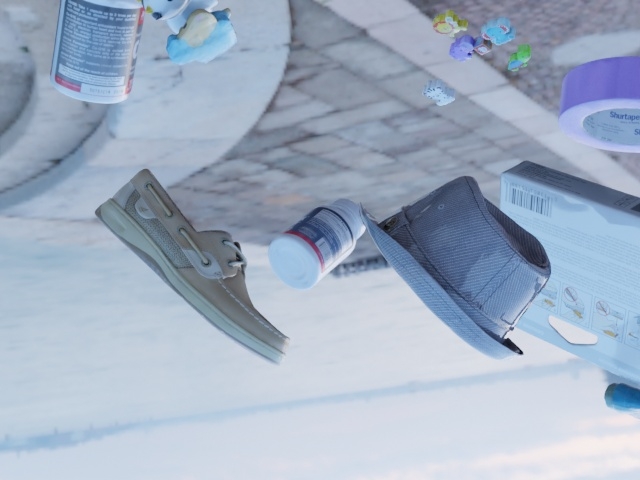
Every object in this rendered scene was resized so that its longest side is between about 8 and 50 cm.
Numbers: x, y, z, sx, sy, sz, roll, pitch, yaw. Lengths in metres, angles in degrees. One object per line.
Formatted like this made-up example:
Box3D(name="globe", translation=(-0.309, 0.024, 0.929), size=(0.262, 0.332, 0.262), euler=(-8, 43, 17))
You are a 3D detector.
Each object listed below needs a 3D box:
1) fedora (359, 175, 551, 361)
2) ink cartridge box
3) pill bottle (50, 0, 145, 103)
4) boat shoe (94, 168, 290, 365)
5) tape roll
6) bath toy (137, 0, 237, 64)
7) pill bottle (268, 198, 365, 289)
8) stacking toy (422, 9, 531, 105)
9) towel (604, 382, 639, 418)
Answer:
Box3D(name="fedora", translation=(0.165, 0.010, 1.083), size=(0.124, 0.244, 0.275), euler=(-46, -170, 10))
Box3D(name="ink cartridge box", translation=(0.364, 0.043, 1.313), size=(0.060, 0.239, 0.275), euler=(-26, -144, -35))
Box3D(name="pill bottle", translation=(-0.426, -0.425, 1.879), size=(0.161, 0.283, 0.161), euler=(13, -153, -7))
Box3D(name="boat shoe", translation=(-0.157, 0.032, 1.316), size=(0.110, 0.341, 0.121), euler=(-47, 166, -8))
Box3D(name="tape roll", translation=(0.608, -0.260, 1.894), size=(0.275, 0.090, 0.275), euler=(9, 166, 2))
Box3D(name="bath toy", translation=(-0.276, -0.429, 1.577), size=(0.129, 0.348, 0.151), euler=(-33, 153, -9))
Box3D(name="pill bottle", translation=(0.000, 0.000, 1.715), size=(0.108, 0.108, 0.180), euler=(-17, -164, 44))
Box3D(name="stacking toy", translation=(0.263, -0.333, 1.595), size=(0.052, 0.167, 0.221), euler=(29, 149, -32))
Box3D(name="towel", translation=(0.588, 0.284, 1.284), size=(0.370, 0.040, 0.271), euler=(16, 171, 41))
